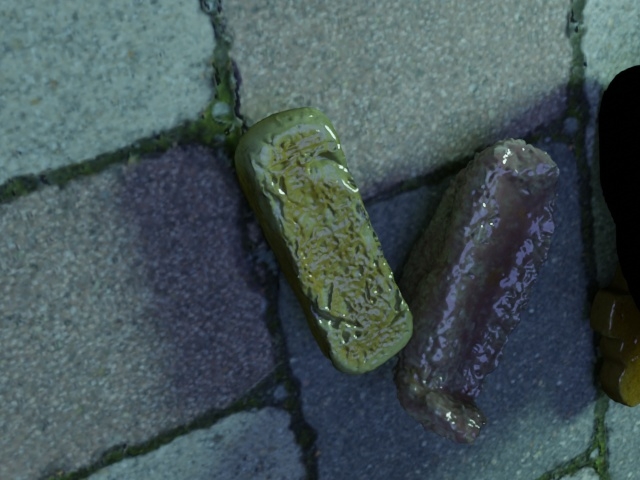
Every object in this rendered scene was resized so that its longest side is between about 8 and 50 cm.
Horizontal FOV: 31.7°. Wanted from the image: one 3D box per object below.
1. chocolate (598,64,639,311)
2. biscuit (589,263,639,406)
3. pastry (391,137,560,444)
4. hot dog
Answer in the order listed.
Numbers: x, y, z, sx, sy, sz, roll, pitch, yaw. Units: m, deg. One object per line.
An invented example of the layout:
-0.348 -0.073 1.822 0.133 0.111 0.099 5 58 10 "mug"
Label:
0.417 -0.019 1.025 0.210 0.225 0.340 -11 76 -32 "chocolate"
0.380 0.069 1.182 0.239 0.041 0.212 -1 106 -27 "biscuit"
0.129 0.038 1.000 0.103 0.112 0.265 20 90 -22 "pastry"
0.000 0.000 0.929 0.084 0.073 0.242 -31 116 -12 "hot dog"
